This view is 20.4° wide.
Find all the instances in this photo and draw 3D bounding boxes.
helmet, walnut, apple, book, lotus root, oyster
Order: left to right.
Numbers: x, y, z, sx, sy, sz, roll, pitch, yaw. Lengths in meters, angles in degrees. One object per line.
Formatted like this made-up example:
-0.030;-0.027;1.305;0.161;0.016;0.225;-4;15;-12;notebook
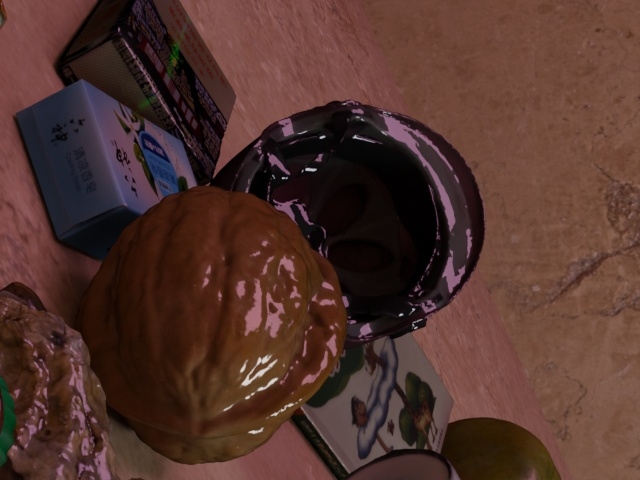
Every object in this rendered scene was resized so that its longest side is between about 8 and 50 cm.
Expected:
-0.237;0.072;1.481;0.083;0.030;0.037;64;12;0;lotus root
-0.198;0.138;1.384;0.133;0.072;0.209;30;26;-43;oyster
-0.098;0.080;1.599;0.257;0.257;0.224;-103;-167;-45;walnut
0.000;0.000;1.986;0.338;0.197;0.271;-18;82;-39;helmet
0.051;0.176;2.183;0.371;0.043;0.260;55;36;-32;book
0.229;0.359;2.355;0.261;0.194;0.261;58;16;-29;apple

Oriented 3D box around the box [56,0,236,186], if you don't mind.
-0.191;-0.182;2.020;0.198;0.084;0.310;59;14;-18;box

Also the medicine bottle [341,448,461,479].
0.136;0.407;1.922;0.332;0.190;0.190;57;15;-23;medicine bottle

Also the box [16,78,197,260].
-0.196;-0.053;1.763;0.232;0.083;0.142;35;33;-66;box

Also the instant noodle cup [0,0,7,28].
-0.325;-0.125;1.284;0.168;0.168;0.185;54;25;-35;instant noodle cup

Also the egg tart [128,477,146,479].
-0.099;0.303;1.455;0.232;0.098;0.252;17;52;-67;egg tart

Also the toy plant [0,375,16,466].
-0.253;0.129;1.175;0.200;0.105;0.143;64;15;-59;toy plant
